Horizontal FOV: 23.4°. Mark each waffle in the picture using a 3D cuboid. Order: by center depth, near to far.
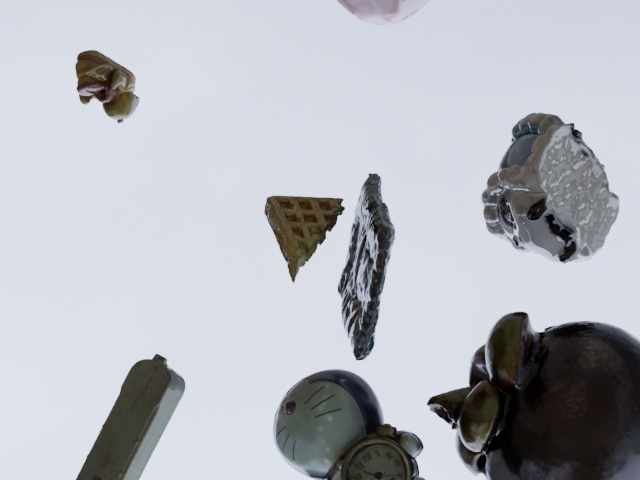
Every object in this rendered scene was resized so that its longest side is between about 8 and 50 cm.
[{"bbox_3d":[0.000,0.000,2.022,0.125,0.032,0.191,3,-149,-20],"label":"waffle"}]

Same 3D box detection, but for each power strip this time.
[{"bbox_3d":[-0.208,0.224,1.602,0.029,0.227,0.080,34,168,-36],"label":"power strip"}]

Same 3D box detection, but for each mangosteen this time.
[{"bbox_3d":[0.322,0.249,2.124,0.347,0.307,0.307,21,-155,2],"label":"mangosteen"}]

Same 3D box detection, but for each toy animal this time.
[{"bbox_3d":[0.329,-0.071,2.293,0.156,0.208,0.204,0,-129,47],"label":"toy animal"}]

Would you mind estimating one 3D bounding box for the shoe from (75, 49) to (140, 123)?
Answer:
[{"bbox_3d":[-0.299,-0.210,2.127,0.072,0.109,0.069,-4,-122,18],"label":"shoe"}]

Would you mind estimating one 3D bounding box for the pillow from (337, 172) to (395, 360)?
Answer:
[{"bbox_3d":[0.058,0.032,2.054,0.034,0.189,0.255,11,-161,-9],"label":"pillow"}]

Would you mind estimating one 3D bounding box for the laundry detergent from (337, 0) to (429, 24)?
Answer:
[{"bbox_3d":[0.095,-0.330,1.349,0.088,0.159,0.335,-9,-145,39],"label":"laundry detergent"}]

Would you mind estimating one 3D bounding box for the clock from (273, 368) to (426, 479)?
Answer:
[{"bbox_3d":[0.035,0.291,2.115,0.243,0.199,0.146,54,-168,25],"label":"clock"}]
